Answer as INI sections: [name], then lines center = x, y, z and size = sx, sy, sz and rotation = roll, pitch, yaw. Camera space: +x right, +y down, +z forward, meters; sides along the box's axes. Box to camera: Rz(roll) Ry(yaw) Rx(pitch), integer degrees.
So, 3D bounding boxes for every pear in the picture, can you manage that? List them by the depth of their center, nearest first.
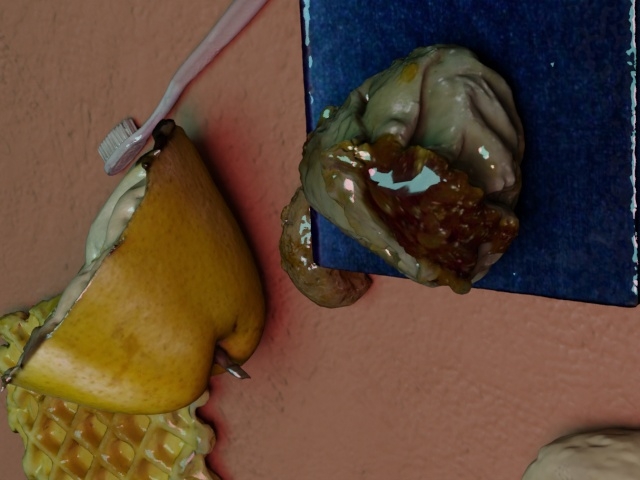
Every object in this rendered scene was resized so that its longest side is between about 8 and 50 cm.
[pear]
center = -0.133, 0.052, 1.436
size = 0.178, 0.267, 0.267
rotation = 34, 124, -12

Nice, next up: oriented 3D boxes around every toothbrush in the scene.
[toothbrush]
center = -0.107, -0.157, 1.462
size = 0.307, 0.025, 0.029
rotation = -44, 67, 35

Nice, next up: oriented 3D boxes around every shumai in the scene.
[shumai]
center = 0.047, -0.036, 1.172
size = 0.184, 0.142, 0.184
rotation = 9, 106, 32

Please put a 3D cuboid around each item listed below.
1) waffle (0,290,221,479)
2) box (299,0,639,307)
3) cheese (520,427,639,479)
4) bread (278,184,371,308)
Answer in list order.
[waffle]
center = -0.200, 0.164, 1.591
size = 0.261, 0.056, 0.250
rotation = -14, 93, 35
[box]
center = 0.127, -0.102, 1.252
size = 0.279, 0.116, 0.261
rotation = 7, 108, 34
[cheese]
center = 0.268, 0.227, 1.252
size = 0.263, 0.093, 0.159
rotation = 7, 104, 34
[bread]
center = 0.000, 0.000, 1.392
size = 0.060, 0.082, 0.113
rotation = 10, 104, 36
